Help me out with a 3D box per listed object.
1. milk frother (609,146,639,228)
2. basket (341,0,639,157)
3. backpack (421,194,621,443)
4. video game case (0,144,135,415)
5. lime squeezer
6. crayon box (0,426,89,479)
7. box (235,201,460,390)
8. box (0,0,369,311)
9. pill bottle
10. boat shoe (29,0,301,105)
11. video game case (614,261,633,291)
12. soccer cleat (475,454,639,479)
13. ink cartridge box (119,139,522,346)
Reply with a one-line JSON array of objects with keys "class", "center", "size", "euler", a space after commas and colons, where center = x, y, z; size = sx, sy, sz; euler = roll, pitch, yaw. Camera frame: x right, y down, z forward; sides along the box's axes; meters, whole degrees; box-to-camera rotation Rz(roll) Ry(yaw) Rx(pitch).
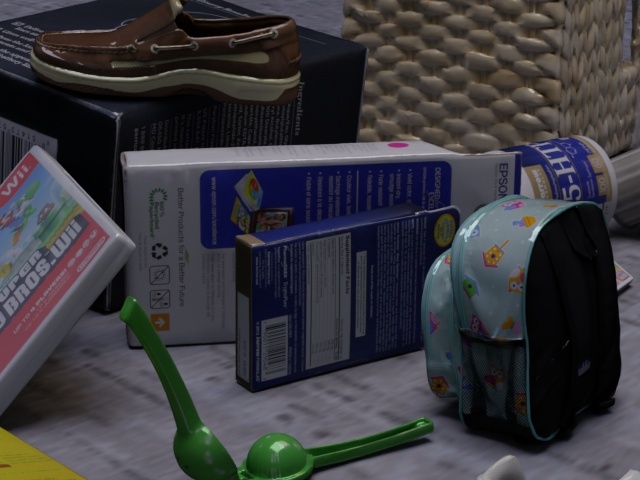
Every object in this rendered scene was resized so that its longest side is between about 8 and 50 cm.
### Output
[{"class": "milk frother", "center": [0.385, -0.039, 1.936], "size": [0.134, 0.129, 0.143], "euler": [-24, 32, 36]}, {"class": "basket", "center": [0.213, -0.263, 2.223], "size": [0.331, 0.328, 0.266], "euler": [13, 25, 31]}, {"class": "backpack", "center": [0.171, 0.054, 1.510], "size": [0.144, 0.188, 0.166], "euler": [15, 25, 36]}, {"class": "video game case", "center": [-0.274, 0.035, 1.590], "size": [0.025, 0.204, 0.285], "euler": [39, 0, -29]}, {"class": "lime squeezer", "center": [-0.049, 0.144, 1.394], "size": [0.310, 0.110, 0.059], "euler": [24, -15, -34]}, {"class": "crayon box", "center": [-0.261, 0.189, 1.207], "size": [0.202, 0.081, 0.318], "euler": [1, 14, -43]}, {"class": "box", "center": [0.026, 0.045, 1.611], "size": [0.225, 0.136, 0.036], "euler": [-11, 22, -31]}, {"class": "box", "center": [-0.188, -0.115, 1.914], "size": [0.293, 0.212, 0.395], "euler": [22, 28, 33]}, {"class": "pill bottle", "center": [0.214, -0.046, 1.916], "size": [0.186, 0.112, 0.112], "euler": [-13, 23, -33]}, {"class": "boat shoe", "center": [-0.145, -0.191, 1.711], "size": [0.257, 0.095, 0.095], "euler": [3, 23, -9]}, {"class": "video game case", "center": [0.250, 0.013, 1.806], "size": [0.122, 0.011, 0.087], "euler": [43, 35, 15]}, {"class": "soccer cleat", "center": [0.231, 0.222, 1.095], "size": [0.331, 0.143, 0.116], "euler": [10, 21, 25]}, {"class": "ink cartridge box", "center": [0.000, 0.000, 1.679], "size": [0.371, 0.176, 0.069], "euler": [-2, 19, -8]}]
